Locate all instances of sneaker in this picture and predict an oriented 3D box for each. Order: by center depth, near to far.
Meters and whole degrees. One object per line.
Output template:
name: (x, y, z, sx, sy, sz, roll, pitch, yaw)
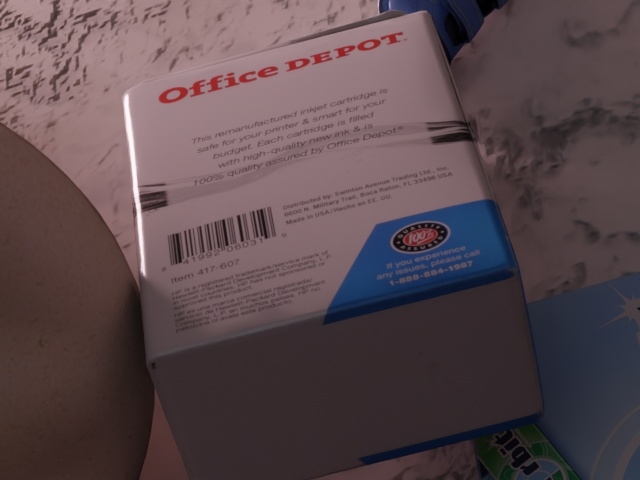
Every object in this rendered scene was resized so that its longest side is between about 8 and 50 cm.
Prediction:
sneaker: (0.065, -0.127, 0.963, 0.059, 0.053, 0.144, 1, 63, 21)

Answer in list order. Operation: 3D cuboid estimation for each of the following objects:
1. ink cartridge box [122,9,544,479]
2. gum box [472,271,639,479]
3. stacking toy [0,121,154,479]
ink cartridge box: (0.000, 0.000, 0.847, 0.148, 0.086, 0.203, -14, 36, 2)
gum box: (0.157, 0.083, 0.807, 0.184, 0.041, 0.157, -17, 56, 14)
stacking toy: (-0.286, -0.032, 0.945, 0.351, 0.350, 0.480, -29, 38, 4)
